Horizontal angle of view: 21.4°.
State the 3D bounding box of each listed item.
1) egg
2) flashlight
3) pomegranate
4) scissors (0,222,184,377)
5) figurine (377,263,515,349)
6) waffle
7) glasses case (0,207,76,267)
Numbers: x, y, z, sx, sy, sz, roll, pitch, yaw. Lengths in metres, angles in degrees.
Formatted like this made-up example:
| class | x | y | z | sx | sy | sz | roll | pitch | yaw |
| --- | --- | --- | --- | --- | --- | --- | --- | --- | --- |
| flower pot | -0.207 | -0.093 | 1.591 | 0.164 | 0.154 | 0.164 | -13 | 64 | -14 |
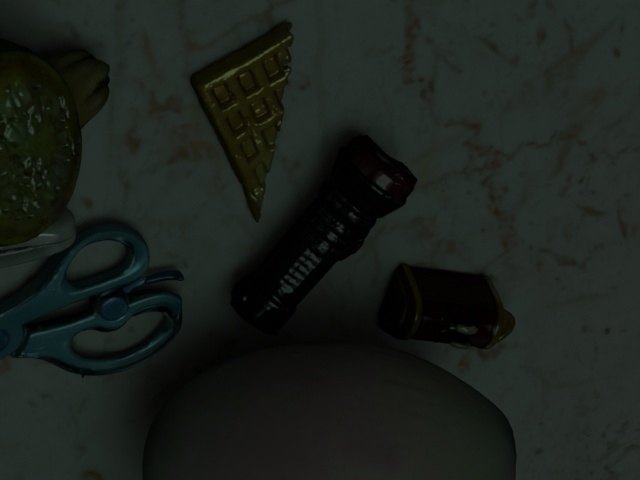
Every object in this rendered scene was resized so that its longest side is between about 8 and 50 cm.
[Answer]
| class | x | y | z | sx | sy | sz | roll | pitch | yaw |
| --- | --- | --- | --- | --- | --- | --- | --- | --- | --- |
| egg | -0.019 | 0.260 | 1.771 | 0.340 | 0.354 | 0.354 | 24 | 107 | -15 |
| flashlight | 0.000 | 0.000 | 1.773 | 0.093 | 0.093 | 0.232 | 29 | 107 | -33 |
| pomegranate | -0.313 | -0.113 | 1.541 | 0.241 | 0.159 | 0.190 | -58 | 137 | -18 |
| scissors | -0.326 | 0.099 | 1.723 | 0.393 | 0.032 | 0.180 | -20 | 124 | -13 |
| figurine | 0.154 | 0.087 | 1.885 | 0.154 | 0.098 | 0.082 | 9 | 111 | -24 |
| waffle | -0.047 | -0.116 | 1.724 | 0.125 | 0.032 | 0.191 | -32 | 128 | -6 |
| glasses case | -0.333 | -0.002 | 1.636 | 0.193 | 0.074 | 0.049 | -11 | 119 | -18 |
